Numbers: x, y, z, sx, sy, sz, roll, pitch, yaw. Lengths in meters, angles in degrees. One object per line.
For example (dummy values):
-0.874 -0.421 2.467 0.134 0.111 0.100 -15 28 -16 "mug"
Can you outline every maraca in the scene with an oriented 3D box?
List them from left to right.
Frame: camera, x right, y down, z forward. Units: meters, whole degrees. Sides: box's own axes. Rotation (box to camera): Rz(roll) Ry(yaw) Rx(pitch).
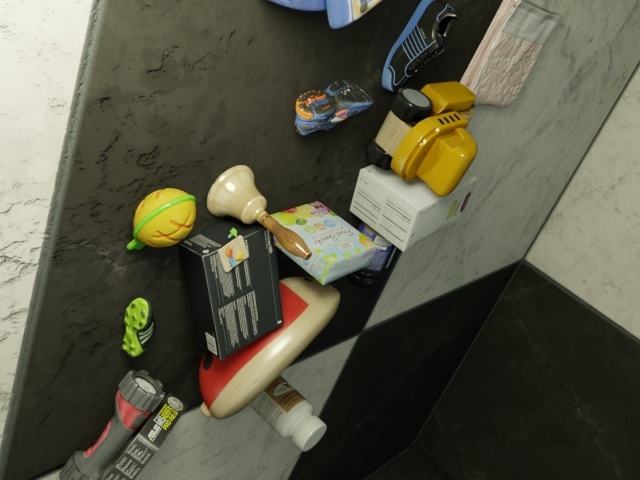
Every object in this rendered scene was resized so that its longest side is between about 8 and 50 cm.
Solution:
-0.297 -0.033 1.373 0.127 0.099 0.186 -24 168 -39 "maraca"

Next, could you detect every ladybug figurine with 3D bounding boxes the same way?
-0.143 0.251 1.826 0.449 0.162 0.305 -45 180 -18 "ladybug figurine"

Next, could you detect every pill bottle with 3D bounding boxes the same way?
-0.097 0.516 2.203 0.131 0.229 0.131 -37 150 -26 "pill bottle"
0.149 0.023 2.088 0.123 0.123 0.219 -19 139 -47 "pill bottle"

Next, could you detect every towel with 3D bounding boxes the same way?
0.537 -0.525 2.086 0.332 0.053 0.317 -8 131 -52 "towel"

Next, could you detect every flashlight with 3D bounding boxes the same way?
-0.480 0.436 1.673 0.304 0.103 0.103 -51 -173 8 "flashlight"

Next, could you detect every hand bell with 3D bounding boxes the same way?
-0.107 -0.037 1.489 0.126 0.242 0.126 -36 149 -26 "hand bell"

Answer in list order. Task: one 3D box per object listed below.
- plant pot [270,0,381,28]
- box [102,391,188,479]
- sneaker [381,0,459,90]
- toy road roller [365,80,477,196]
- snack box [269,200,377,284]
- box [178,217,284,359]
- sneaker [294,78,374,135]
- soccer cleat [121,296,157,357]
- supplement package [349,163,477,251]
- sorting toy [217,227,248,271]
0.028 -0.495 1.165 0.236 0.212 0.236 -41 152 -19 "plant pot"
-0.437 0.511 1.731 0.270 0.060 0.216 -52 -178 16 "box"
0.227 -0.436 1.675 0.081 0.090 0.232 -3 126 -56 "sneaker"
0.295 -0.243 1.833 0.330 0.240 0.202 -21 149 -46 "toy road roller"
0.000 0.000 1.739 0.174 0.207 0.070 -21 141 -46 "snack box"
-0.188 0.097 1.599 0.184 0.103 0.261 -25 124 -33 "box"
0.024 -0.285 1.584 0.221 0.083 0.087 -20 154 -37 "sneaker"
-0.377 0.175 1.552 0.072 0.060 0.179 -36 157 -46 "soccer cleat"
0.249 -0.124 1.971 0.262 0.204 0.145 -28 144 -37 "supplement package"
-0.179 0.017 1.490 0.062 0.012 0.083 -35 129 -29 "sorting toy"
